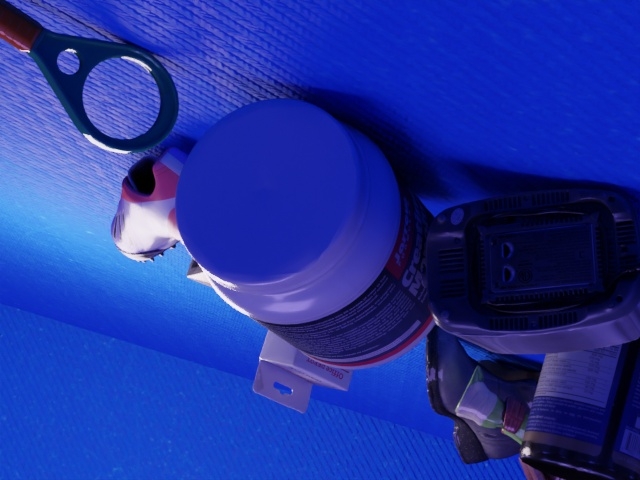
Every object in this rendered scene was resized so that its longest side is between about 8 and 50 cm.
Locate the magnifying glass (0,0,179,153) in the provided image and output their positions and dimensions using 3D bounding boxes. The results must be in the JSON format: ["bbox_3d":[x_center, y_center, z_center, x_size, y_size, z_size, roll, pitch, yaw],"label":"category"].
[{"bbox_3d":[-0.223,-0.157,1.148,0.231,0.092,0.026,34,166,-22],"label":"magnifying glass"}]

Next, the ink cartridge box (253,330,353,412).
[{"bbox_3d":[-0.004,0.119,1.726,0.067,0.198,0.115,5,163,44],"label":"ink cartridge box"}]

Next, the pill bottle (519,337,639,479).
[{"bbox_3d":[0.285,0.133,1.351,0.123,0.219,0.123,17,167,4],"label":"pill bottle"}]

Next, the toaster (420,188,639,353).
[{"bbox_3d":[0.211,0.031,1.207,0.227,0.129,0.146,-8,162,20],"label":"toaster"}]

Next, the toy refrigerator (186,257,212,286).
[{"bbox_3d":[-0.064,-0.001,1.523,0.094,0.102,0.269,22,167,-20],"label":"toy refrigerator"}]

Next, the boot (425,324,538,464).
[{"bbox_3d":[0.290,0.221,2.002,0.222,0.118,0.338,-7,145,19],"label":"boot"}]

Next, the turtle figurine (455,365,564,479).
[{"bbox_3d":[0.332,0.229,1.815,0.266,0.275,0.198,26,-153,10],"label":"turtle figurine"}]

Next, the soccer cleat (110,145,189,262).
[{"bbox_3d":[-0.184,-0.048,1.537,0.116,0.108,0.318,46,161,-17],"label":"soccer cleat"}]

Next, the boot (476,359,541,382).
[{"bbox_3d":[0.306,0.212,2.084,0.087,0.042,0.118,-6,153,44],"label":"boot"}]

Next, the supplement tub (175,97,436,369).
[{"bbox_3d":[0.000,0.000,1.236,0.191,0.191,0.272,12,166,24],"label":"supplement tub"}]
